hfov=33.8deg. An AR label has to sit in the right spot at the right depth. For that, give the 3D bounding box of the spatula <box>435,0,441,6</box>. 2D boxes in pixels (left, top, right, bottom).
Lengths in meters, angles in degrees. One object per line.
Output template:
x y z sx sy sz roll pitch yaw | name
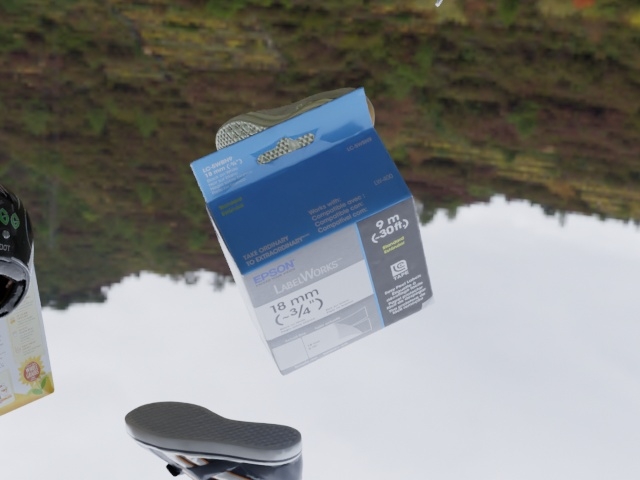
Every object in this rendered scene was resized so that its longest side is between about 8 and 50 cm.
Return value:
0.235 -0.474 1.582 0.019 0.242 0.168 25 165 4 | spatula

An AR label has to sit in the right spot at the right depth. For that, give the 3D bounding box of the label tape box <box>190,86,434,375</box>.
0.000 0.000 1.362 0.241 0.333 0.106 -25 -133 -7 | label tape box

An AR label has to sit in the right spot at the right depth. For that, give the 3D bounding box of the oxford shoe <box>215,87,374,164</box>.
-0.052 -0.209 2.133 0.449 0.169 0.130 -9 -158 50 | oxford shoe

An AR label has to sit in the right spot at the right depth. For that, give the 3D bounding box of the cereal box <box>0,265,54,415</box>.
-0.484 0.138 1.523 0.047 0.240 0.173 9 -159 42 | cereal box

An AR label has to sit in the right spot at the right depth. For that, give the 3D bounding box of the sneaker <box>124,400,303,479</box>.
-0.176 0.349 1.687 0.321 0.127 0.126 8 -159 29 | sneaker

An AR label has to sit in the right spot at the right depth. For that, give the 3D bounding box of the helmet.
-0.420 0.002 1.239 0.169 0.169 0.161 -5 -130 -30 | helmet
